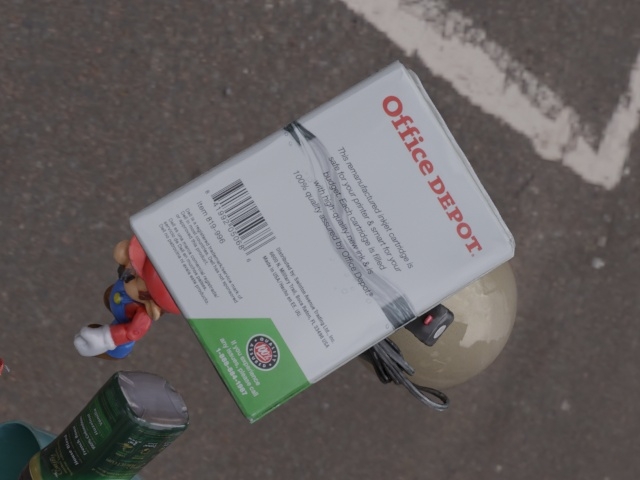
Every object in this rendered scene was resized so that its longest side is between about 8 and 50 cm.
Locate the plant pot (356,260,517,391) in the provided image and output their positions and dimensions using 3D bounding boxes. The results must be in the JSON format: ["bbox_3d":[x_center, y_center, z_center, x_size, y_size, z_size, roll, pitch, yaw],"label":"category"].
[{"bbox_3d":[0.137,0.073,1.696,0.284,0.284,0.191,-69,157,-6],"label":"plant pot"}]

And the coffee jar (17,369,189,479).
[{"bbox_3d":[-0.228,0.218,1.181,0.184,0.079,0.096,-45,148,18],"label":"coffee jar"}]

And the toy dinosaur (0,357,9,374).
[{"bbox_3d":[-0.448,0.157,1.477,0.090,0.082,0.047,51,41,-27],"label":"toy dinosaur"}]

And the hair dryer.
[{"bbox_3d":[-0.021,0.056,0.985,0.080,0.293,0.224,-51,161,-22],"label":"hair dryer"}]

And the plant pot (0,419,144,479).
[{"bbox_3d":[-0.359,0.420,1.593,0.235,0.293,0.293,23,85,-37],"label":"plant pot"}]

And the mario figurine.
[{"bbox_3d":[-0.283,0.059,1.698,0.170,0.320,0.198,0,66,-31],"label":"mario figurine"}]

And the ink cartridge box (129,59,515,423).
[{"bbox_3d":[0.000,0.000,0.758,0.208,0.087,0.153,-30,91,-8],"label":"ink cartridge box"}]
